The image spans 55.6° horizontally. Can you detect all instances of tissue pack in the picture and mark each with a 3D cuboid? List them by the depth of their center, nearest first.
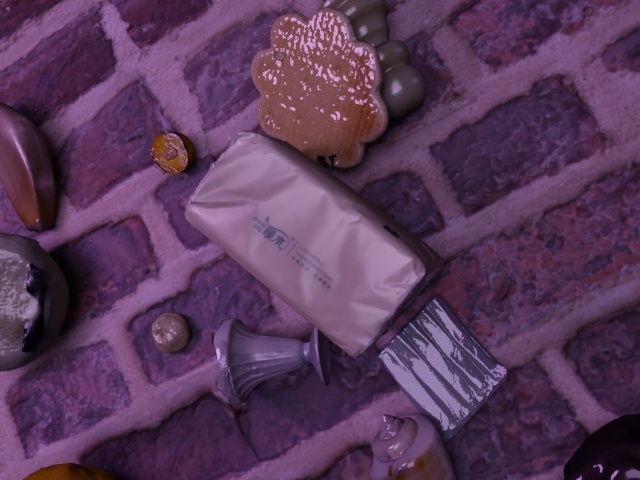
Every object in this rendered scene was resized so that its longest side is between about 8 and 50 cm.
[{"bbox_3d":[0.000,0.000,1.040,0.380,0.297,0.207,38,100,11],"label":"tissue pack"}]

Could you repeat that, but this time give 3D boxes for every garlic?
[{"bbox_3d":[-0.660,-0.171,1.349,0.143,0.112,0.317,-17,86,36],"label":"garlic"}]

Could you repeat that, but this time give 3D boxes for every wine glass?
[{"bbox_3d":[-0.086,0.218,1.133,0.197,0.165,0.164,-6,83,10],"label":"wine glass"}]

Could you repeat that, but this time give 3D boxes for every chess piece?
[{"bbox_3d":[0.110,-0.348,1.154,0.145,0.144,0.251,-32,84,10],"label":"chess piece"}]

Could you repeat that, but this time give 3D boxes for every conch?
[{"bbox_3d":[0.165,0.417,1.046,0.158,0.127,0.255,-35,78,21],"label":"conch"}]

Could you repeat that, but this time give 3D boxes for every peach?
[{"bbox_3d":[-0.306,-0.184,1.281,0.098,0.061,0.098,7,108,24],"label":"peach"}]

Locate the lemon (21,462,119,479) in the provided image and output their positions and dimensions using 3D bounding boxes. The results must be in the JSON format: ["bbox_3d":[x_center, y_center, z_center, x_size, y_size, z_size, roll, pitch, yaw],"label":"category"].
[{"bbox_3d":[-0.489,0.565,1.146,0.293,0.293,0.292,-2,84,15],"label":"lemon"}]

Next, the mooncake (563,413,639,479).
[{"bbox_3d":[0.535,0.469,0.919,0.351,0.212,0.381,-33,75,16],"label":"mooncake"}]

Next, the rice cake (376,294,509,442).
[{"bbox_3d":[0.219,0.230,1.107,0.198,0.037,0.189,44,96,15],"label":"rice cake"}]

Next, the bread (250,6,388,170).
[{"bbox_3d":[-0.005,-0.279,1.151,0.316,0.054,0.315,15,117,32],"label":"bread"}]

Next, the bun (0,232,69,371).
[{"bbox_3d":[-0.682,0.124,1.289,0.294,0.187,0.292,0,92,-12],"label":"bun"}]

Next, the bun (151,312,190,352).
[{"bbox_3d":[-0.312,0.189,1.246,0.086,0.055,0.086,-2,83,16],"label":"bun"}]
